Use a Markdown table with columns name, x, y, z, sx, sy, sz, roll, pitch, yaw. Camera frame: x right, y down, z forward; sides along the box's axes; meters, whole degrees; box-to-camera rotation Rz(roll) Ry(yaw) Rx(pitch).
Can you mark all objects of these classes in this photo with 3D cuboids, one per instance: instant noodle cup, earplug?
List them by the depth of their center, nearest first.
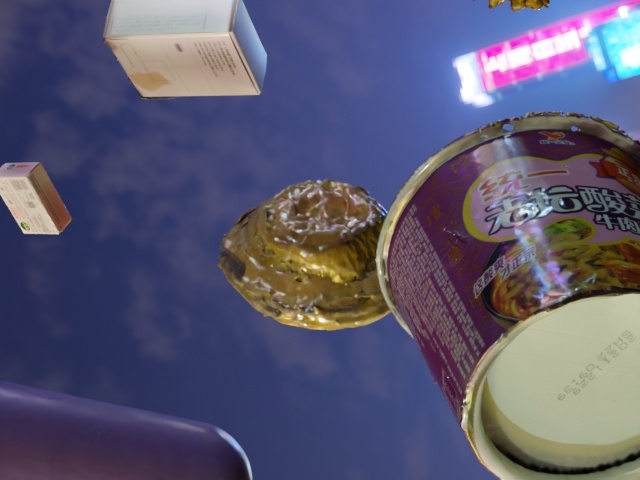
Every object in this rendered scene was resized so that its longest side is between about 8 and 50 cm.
| name | x | y | z | sx | sy | sz | roll | pitch | yaw |
| --- | --- | --- | --- | --- | --- | --- | --- | --- | --- |
| instant noodle cup | 0.240 | 0.073 | 1.147 | 0.266 | 0.339 | 0.340 | -101 | -16 | -59 |
| earplug | -0.313 | 0.304 | 1.518 | 0.215 | 0.455 | 0.215 | -170 | 90 | -76 |

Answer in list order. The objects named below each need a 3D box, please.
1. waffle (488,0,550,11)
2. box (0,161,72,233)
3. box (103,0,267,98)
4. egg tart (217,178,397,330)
| name | x | y | z | sx | sy | sz | roll | pitch | yaw |
| --- | --- | --- | --- | --- | --- | --- | --- | --- | --- |
| waffle | 0.209 | -0.361 | 1.429 | 0.197 | 0.070 | 0.193 | 5 | -140 | -30 |
| box | -0.488 | -0.071 | 1.940 | 0.043 | 0.089 | 0.125 | -55 | -44 | -40 |
| box | -0.247 | -0.357 | 2.119 | 0.203 | 0.251 | 0.106 | 64 | -149 | -60 |
| egg tart | 0.000 | 0.000 | 1.888 | 0.352 | 0.351 | 0.150 | -73 | -12 | -52 |
